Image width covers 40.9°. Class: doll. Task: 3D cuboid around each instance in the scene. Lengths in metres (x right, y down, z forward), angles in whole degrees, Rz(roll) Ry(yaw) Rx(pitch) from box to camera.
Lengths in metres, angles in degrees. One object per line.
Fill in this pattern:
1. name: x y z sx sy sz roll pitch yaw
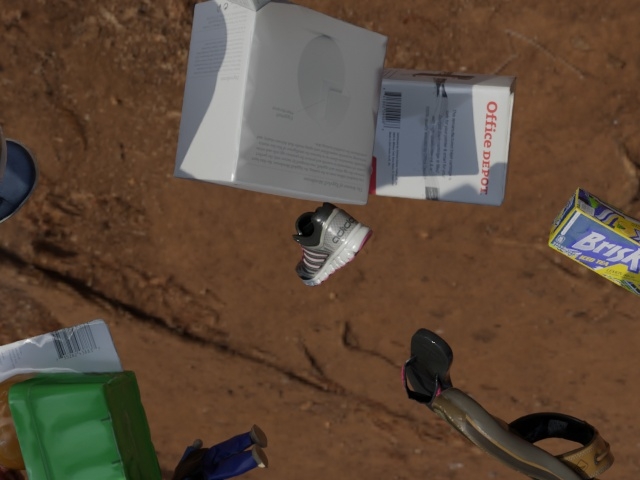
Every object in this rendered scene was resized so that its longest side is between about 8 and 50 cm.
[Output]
1. doll: -0.168 0.340 1.259 0.189 0.129 0.046 -26 124 12

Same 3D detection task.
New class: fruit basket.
1. fruit basket: -0.378 0.294 1.075 0.353 0.327 0.165 -17 178 16

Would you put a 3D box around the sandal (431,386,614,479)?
1. sandal: 0.174 0.154 0.642 0.219 0.060 0.090 34 175 -24

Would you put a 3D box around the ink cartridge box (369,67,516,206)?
1. ink cartridge box: 0.180 -0.176 1.422 0.272 0.114 0.197 7 114 16

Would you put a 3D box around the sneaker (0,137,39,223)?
1. sneaker: -0.546 -0.039 1.136 0.350 0.131 0.148 -26 -172 -11

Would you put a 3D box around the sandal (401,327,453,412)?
1. sandal: 0.118 0.157 0.976 0.067 0.040 0.179 31 157 24

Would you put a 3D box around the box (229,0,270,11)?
1. box: -0.072 -0.315 0.895 0.087 0.101 0.102 33 158 44

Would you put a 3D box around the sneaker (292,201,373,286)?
1. sneaker: 0.000 0.000 1.000 0.075 0.063 0.170 44 156 -2

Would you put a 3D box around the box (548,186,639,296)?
1. box: 0.339 0.013 0.942 0.168 0.054 0.059 30 126 2

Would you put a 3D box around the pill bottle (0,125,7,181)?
1. pill bottle: -0.421 -0.114 0.773 0.153 0.153 0.265 -1 162 15

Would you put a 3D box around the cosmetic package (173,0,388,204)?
1. cosmetic package: -0.048 -0.170 1.094 0.224 0.225 0.138 8 179 -42
